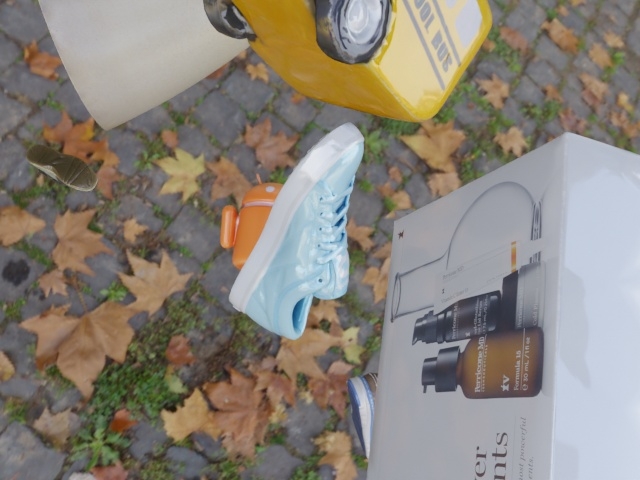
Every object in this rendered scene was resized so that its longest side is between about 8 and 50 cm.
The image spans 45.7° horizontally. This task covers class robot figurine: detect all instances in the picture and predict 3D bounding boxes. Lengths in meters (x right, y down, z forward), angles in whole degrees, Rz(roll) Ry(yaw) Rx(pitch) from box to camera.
[{"bbox_3d":[-0.097,-0.014,1.426,0.128,0.158,0.220,35,60,-62],"label":"robot figurine"}]

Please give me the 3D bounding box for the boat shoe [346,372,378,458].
[{"bbox_3d":[0.079,0.234,1.006,0.066,0.183,0.066,-17,55,-6],"label":"boat shoe"}]

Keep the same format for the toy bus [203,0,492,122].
[{"bbox_3d":[-0.020,-0.196,0.386,0.130,0.108,0.333,-56,140,-14],"label":"toy bus"}]

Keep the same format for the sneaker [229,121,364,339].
[{"bbox_3d":[0.000,0.000,1.116,0.150,0.366,0.135,36,37,9],"label":"sneaker"}]

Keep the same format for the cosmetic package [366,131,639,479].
[{"bbox_3d":[0.146,0.135,0.651,0.097,0.284,0.378,13,73,-17],"label":"cosmetic package"}]

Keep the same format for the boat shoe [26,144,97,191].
[{"bbox_3d":[-0.470,-0.129,1.401,0.152,0.049,0.056,29,73,15],"label":"boat shoe"}]

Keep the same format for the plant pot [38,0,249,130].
[{"bbox_3d":[-0.199,-0.310,1.004,0.273,0.256,0.257,-18,70,-2],"label":"plant pot"}]

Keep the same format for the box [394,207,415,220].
[{"bbox_3d":[0.167,0.042,1.363,0.038,0.145,0.186,-7,98,1],"label":"box"}]
